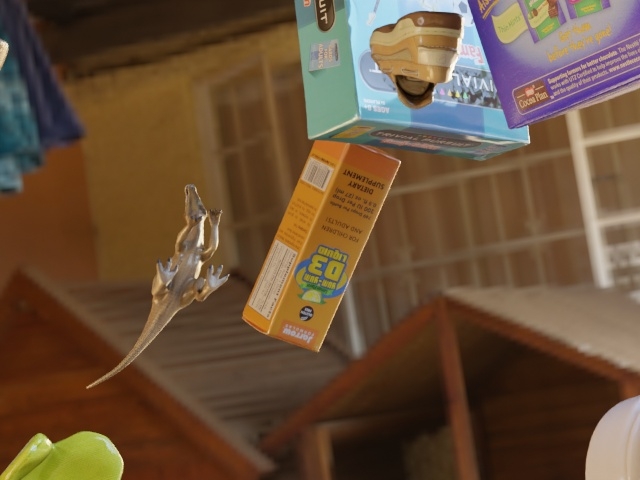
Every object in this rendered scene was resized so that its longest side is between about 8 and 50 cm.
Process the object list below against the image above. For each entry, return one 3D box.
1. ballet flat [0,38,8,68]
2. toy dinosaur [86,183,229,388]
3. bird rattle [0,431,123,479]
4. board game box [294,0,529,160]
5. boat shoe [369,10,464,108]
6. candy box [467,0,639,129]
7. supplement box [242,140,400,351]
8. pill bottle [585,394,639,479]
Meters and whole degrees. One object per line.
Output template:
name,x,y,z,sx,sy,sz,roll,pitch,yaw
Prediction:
ballet flat,-0.326,-0.091,1.370,0.206,0.067,0.073,-26,-21,15
toy dinosaur,-0.111,0.037,1.340,0.053,0.183,0.092,28,-24,-10
bird rattle,-0.173,0.209,1.059,0.207,0.143,0.253,-13,-14,-45
board game box,0.088,-0.263,1.819,0.254,0.336,0.079,4,-15,-42
boat shoe,0.078,-0.147,1.493,0.068,0.072,0.190,1,-1,-4
candy box,0.204,-0.272,1.319,0.122,0.317,0.268,-18,0,-27
supplement box,0.000,0.000,1.932,0.078,0.233,0.080,19,8,-31
pill bottle,0.320,0.144,1.162,0.160,0.160,0.283,-2,-13,-36
